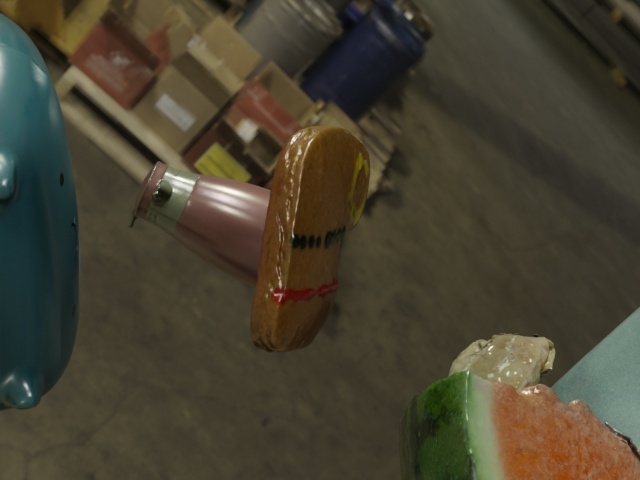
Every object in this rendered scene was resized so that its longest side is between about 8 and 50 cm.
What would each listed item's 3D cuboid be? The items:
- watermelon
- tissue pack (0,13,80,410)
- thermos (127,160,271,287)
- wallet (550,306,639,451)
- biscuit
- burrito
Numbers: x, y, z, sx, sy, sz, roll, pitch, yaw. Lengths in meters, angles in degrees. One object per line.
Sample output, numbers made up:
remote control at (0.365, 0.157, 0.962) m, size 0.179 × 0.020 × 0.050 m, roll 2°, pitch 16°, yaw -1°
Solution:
watermelon at (0.106, 0.184, 0.655) m, size 0.128 × 0.146 × 0.231 m, roll -20°, pitch 84°, yaw -40°
tissue pack at (-0.274, -0.008, 0.829) m, size 0.198 × 0.287 × 0.206 m, roll -4°, pitch 34°, yaw -14°
thermos at (-0.144, -0.025, 1.719) m, size 0.265 × 0.146 × 0.176 m, roll 23°, pitch -9°, yaw -4°
wallet at (0.302, 0.143, 0.909) m, size 0.054 × 0.251 × 0.290 m, roll 37°, pitch 17°, yaw -27°
biscuit at (0.002, 0.000, 1.394) m, size 0.052 × 0.277 × 0.262 m, roll 9°, pitch -2°, yaw 20°
burrito at (0.243, 0.267, 1.746) m, size 0.107 × 0.175 × 0.348 m, roll 52°, pitch 45°, yaw -19°
